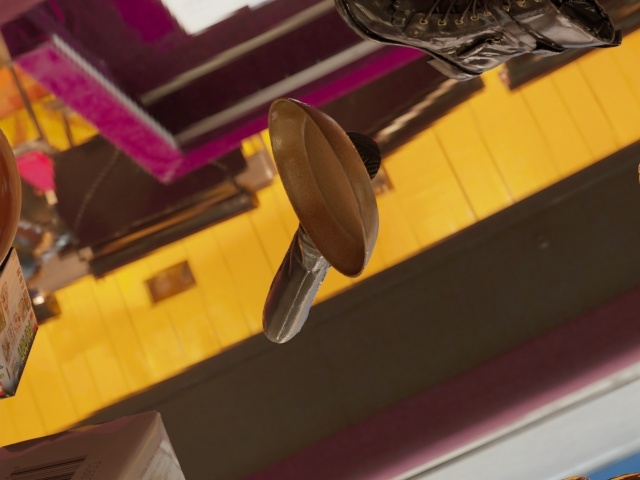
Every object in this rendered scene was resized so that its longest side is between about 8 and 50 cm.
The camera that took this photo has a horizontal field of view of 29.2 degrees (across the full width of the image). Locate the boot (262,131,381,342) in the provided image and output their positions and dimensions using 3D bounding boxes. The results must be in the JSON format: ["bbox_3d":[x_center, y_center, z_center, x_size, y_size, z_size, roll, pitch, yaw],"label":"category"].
[{"bbox_3d":[-0.002,-0.002,1.426,0.208,0.076,0.190,103,14,-54],"label":"boot"}]

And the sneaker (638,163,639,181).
[{"bbox_3d":[0.355,-0.123,0.860,0.282,0.153,0.099,-11,-173,20],"label":"sneaker"}]

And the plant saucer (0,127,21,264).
[{"bbox_3d":[-0.339,-0.036,0.970,0.200,0.200,0.037,-16,-167,-24],"label":"plant saucer"}]

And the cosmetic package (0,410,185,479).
[{"bbox_3d":[-0.148,0.351,0.919,0.156,0.385,0.217,-14,-165,14],"label":"cosmetic package"}]

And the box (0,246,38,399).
[{"bbox_3d":[-0.371,0.093,1.428,0.036,0.114,0.207,-12,-163,-2],"label":"box"}]

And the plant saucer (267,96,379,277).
[{"bbox_3d":[0.004,-0.025,0.526,0.015,0.083,0.083,-25,164,-18],"label":"plant saucer"}]

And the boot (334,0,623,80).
[{"bbox_3d":[0.170,-0.259,1.333,0.263,0.091,0.229,20,164,-33],"label":"boot"}]

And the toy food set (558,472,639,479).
[{"bbox_3d":[0.118,0.230,0.821,0.232,0.104,0.111,-17,176,8],"label":"toy food set"}]
